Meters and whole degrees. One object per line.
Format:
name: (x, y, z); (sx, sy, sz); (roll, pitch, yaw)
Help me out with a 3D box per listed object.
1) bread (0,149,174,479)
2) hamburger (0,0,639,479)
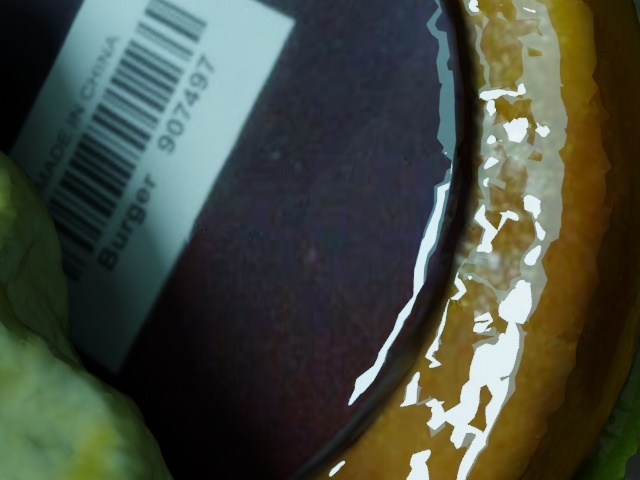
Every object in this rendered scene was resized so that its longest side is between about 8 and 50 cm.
bread: (-0.132, 0.025, 0.419); (0.152, 0.130, 0.268); (-42, 64, 29)
hamburger: (0.000, 0.000, 0.565); (0.330, 0.250, 0.330); (-5, 80, 30)
